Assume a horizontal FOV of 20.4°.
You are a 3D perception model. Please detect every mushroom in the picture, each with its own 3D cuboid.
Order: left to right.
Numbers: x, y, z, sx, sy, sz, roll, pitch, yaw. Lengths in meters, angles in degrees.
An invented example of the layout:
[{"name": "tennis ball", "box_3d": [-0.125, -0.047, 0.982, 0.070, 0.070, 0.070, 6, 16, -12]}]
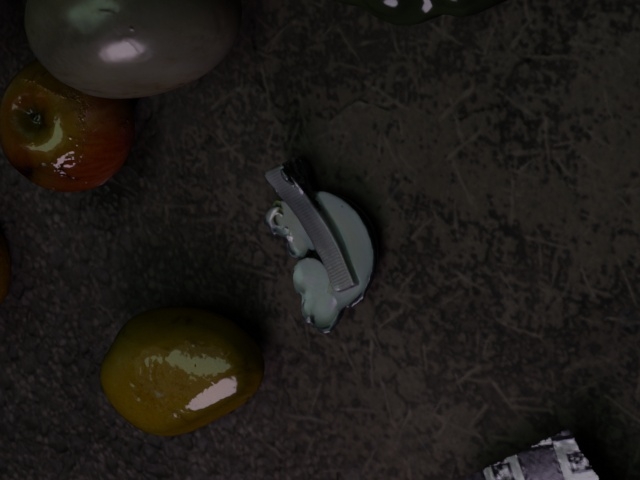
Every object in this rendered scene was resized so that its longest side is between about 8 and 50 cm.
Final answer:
[{"name": "mushroom", "box_3d": [-0.177, -0.235, 1.704, 0.206, 0.206, 0.209, 15, 103, 31]}]

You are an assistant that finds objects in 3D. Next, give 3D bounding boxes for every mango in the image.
[{"name": "mango", "box_3d": [-0.141, 0.136, 1.866, 0.195, 0.098, 0.137, -4, 101, 28]}]

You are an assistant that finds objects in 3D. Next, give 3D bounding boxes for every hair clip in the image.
[{"name": "hair clip", "box_3d": [0.000, 0.000, 1.750, 0.116, 0.049, 0.172, -26, 92, 42]}]

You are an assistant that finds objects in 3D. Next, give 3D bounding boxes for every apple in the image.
[{"name": "apple", "box_3d": [-0.267, -0.119, 1.845, 0.146, 0.146, 0.146, 12, 112, 32]}]

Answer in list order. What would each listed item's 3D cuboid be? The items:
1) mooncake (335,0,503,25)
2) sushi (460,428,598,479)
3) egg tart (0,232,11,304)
[{"name": "mooncake", "box_3d": [0.086, -0.362, 1.477, 0.356, 0.194, 0.356, 13, 113, 33]}, {"name": "sushi", "box_3d": [0.245, 0.323, 1.688, 0.192, 0.043, 0.279, -35, 84, 37]}, {"name": "egg tart", "box_3d": [-0.461, 0.039, 2.007, 0.215, 0.171, 0.215, 11, 111, 31]}]
